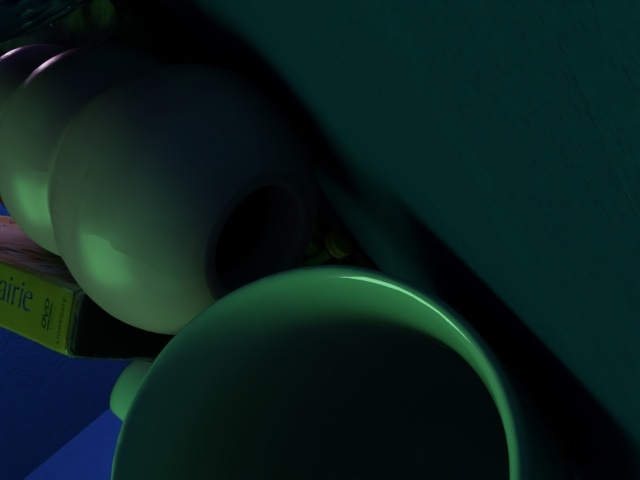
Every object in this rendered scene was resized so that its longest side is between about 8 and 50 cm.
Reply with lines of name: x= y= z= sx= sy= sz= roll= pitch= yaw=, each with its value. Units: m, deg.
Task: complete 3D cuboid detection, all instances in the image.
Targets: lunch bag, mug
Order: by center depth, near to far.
mug: x=0.009 y=0.181 z=0.949 sx=0.374 sy=0.276 sz=0.328 roll=20 pitch=170 yaw=27
lunch bag: x=-0.199 y=-0.137 z=1.280 sx=0.235 sy=0.169 sz=0.287 roll=49 pitch=174 yaw=-34

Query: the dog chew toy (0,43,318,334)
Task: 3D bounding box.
dog chew toy: x=-0.161 y=-0.062 z=1.021 sx=0.332 sy=0.206 sz=0.206 roll=28 pitch=162 yaw=36

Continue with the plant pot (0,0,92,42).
plant pot: x=-0.278 y=-0.246 z=0.931 sx=0.236 sy=0.212 sz=0.236 roll=50 pitch=175 yaw=-5

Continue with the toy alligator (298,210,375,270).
toy alligator: x=0.000 y=0.000 z=1.206 sx=0.190 sy=0.056 sz=0.051 roll=51 pitch=-144 yaw=-15

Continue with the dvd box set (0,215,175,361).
dvd box set: x=-0.239 y=0.039 z=1.257 sx=0.420 sy=0.062 sz=0.307 roll=16 pitch=-175 yaw=42

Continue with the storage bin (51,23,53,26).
storage bin: x=-0.255 y=-0.276 z=1.188 sx=0.135 sy=0.091 sz=0.098 roll=43 pitch=171 yaw=51

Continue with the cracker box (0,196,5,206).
cracker box: x=-0.312 y=-0.085 z=1.332 sx=0.156 sy=0.067 sz=0.232 roll=47 pitch=179 yaw=-6
